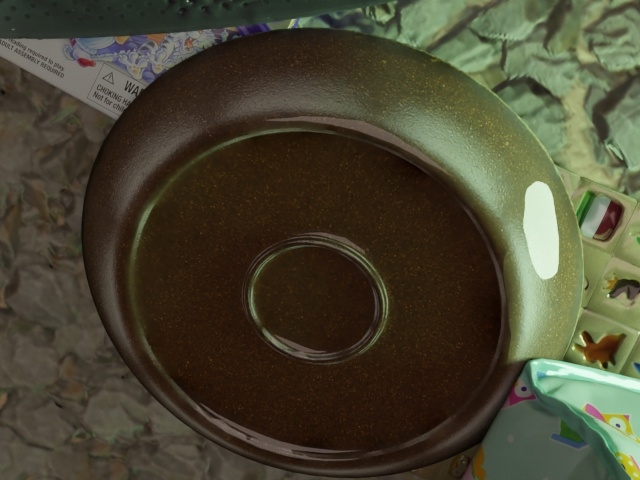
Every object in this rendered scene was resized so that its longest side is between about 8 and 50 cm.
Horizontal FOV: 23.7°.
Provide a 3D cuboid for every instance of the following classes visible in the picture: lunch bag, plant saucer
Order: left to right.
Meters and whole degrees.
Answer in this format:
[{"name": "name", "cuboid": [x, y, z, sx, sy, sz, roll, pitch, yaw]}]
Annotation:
[{"name": "plant saucer", "cuboid": [0.000, 0.026, 0.915, 0.310, 0.050, 0.311, 5, 119, 9]}, {"name": "lunch bag", "cuboid": [0.201, 0.208, 0.955, 0.262, 0.160, 0.223, 10, 115, -36]}]

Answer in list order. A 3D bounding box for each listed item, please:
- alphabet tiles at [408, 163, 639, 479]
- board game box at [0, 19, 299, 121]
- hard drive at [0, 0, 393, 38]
[{"name": "alphabet tiles", "cuboid": [0.140, 0.070, 1.007, 0.198, 0.009, 0.237, 23, 109, -1]}, {"name": "board game box", "cuboid": [-0.157, -0.229, 0.914, 0.347, 0.078, 0.233, 29, 108, -2]}, {"name": "hard drive", "cuboid": [-0.080, -0.194, 0.814, 0.254, 0.054, 0.172, -4, 133, 8]}]
